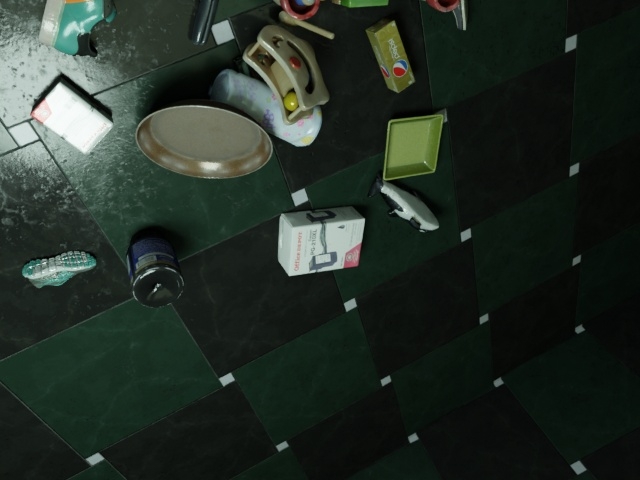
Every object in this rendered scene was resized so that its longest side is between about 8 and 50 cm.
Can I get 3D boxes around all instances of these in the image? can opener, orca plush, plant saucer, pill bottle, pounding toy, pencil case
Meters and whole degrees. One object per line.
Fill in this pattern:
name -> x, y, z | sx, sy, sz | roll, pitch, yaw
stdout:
can opener -> -0.248, -0.525, 1.094 | 0.059, 0.073, 0.186 | -35, 147, -56
orca plush -> 0.246, -0.094, 1.573 | 0.287, 0.151, 0.102 | 19, 141, -37
plant saucer -> -0.267, -0.238, 1.164 | 0.311, 0.050, 0.310 | 0, 159, 0
pill bottle -> -0.425, 0.061, 1.256 | 0.123, 0.219, 0.122 | -12, 124, -19
pounding toy -> -0.064, -0.413, 1.111 | 0.154, 0.269, 0.155 | -9, 165, -43
plant saucer -> 0.269, -0.287, 1.496 | 0.188, 0.045, 0.188 | -12, 124, -21
pencil case -> -0.130, -0.316, 1.200 | 0.273, 0.113, 0.124 | 10, 97, -32

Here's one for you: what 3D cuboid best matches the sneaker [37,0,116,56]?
sneaker -> -0.451, -0.508, 0.968 | 0.121, 0.108, 0.302 | 15, 120, -33

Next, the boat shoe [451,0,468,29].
boat shoe -> 0.349, -0.654, 1.313 | 0.065, 0.075, 0.206 | -2, 140, 26

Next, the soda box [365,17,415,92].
soda box -> 0.188, -0.491, 1.320 | 0.061, 0.058, 0.181 | -35, 128, -3

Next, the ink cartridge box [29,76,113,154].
ink cartridge box -> -0.545, -0.273, 1.092 | 0.099, 0.056, 0.135 | -44, 128, 5

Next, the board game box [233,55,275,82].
board game box -> -0.131, -0.383, 1.249 | 0.126, 0.026, 0.186 | -23, 127, -12

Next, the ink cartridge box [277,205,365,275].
ink cartridge box -> 0.000, 0.000, 1.506 | 0.237, 0.100, 0.172 | -8, 122, -23

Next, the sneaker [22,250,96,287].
sneaker -> -0.658, 0.077, 1.263 | 0.167, 0.065, 0.076 | -10, 140, -17

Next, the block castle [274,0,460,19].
block castle -> 0.115, -0.661, 1.081 | 0.453, 0.213, 0.303 | -12, 124, -19
